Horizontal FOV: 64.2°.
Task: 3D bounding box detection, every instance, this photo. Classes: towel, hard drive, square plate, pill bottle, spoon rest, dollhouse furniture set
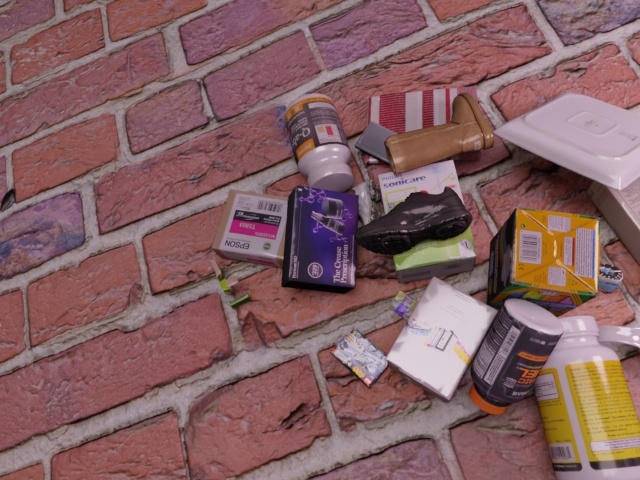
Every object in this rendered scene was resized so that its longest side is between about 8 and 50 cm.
[{"bbox_3d":[0.303,-0.338,1.524,0.329,0.037,0.237,-1,71,14],"label":"towel"},{"bbox_3d":[0.229,0.176,1.352,0.083,0.009,0.060,35,81,22],"label":"towel"},{"bbox_3d":[0.181,-0.286,1.505,0.135,0.022,0.094,32,82,22],"label":"hard drive"},{"bbox_3d":[0.683,-0.279,1.293,0.347,0.049,0.344,-29,48,-28],"label":"square plate"},{"bbox_3d":[-0.002,-0.277,1.497,0.162,0.162,0.278,-18,66,5],"label":"pill bottle"},{"bbox_3d":[0.411,0.260,1.110,0.130,0.130,0.245,27,115,21],"label":"pill bottle"},{"bbox_3d":[0.769,0.239,1.168,0.276,0.084,0.137,7,71,16],"label":"spoon rest"},{"bbox_3d":[0.572,0.344,1.114,0.188,0.188,0.334,-9,68,9],"label":"pill bottle"},{"bbox_3d":[-0.259,0.114,1.454,0.059,0.076,0.151,-26,67,-12],"label":"dollhouse furniture set"}]

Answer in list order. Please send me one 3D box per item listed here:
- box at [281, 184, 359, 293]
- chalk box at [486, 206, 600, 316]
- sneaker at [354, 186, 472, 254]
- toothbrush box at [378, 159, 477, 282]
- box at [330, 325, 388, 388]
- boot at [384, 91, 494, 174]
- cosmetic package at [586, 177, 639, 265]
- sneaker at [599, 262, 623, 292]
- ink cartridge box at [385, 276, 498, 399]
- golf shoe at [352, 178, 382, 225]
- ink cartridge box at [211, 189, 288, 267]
[{"bbox_3d":[0.000,0.000,1.375,0.184,0.103,0.261,6,74,-12],"label":"box"},{"bbox_3d":[0.497,0.066,1.186,0.179,0.289,0.180,8,72,8],"label":"chalk box"},{"bbox_3d":[0.222,-0.051,1.272,0.286,0.109,0.130,-13,57,0],"label":"sneaker"},{"bbox_3d":[0.281,-0.049,1.368,0.206,0.122,0.283,-10,66,8],"label":"toothbrush box"},{"bbox_3d":[0.105,0.301,1.321,0.137,0.027,0.094,40,80,23],"label":"box"},{"bbox_3d":[0.305,-0.300,1.398,0.269,0.089,0.236,-14,43,3],"label":"boot"},{"bbox_3d":[0.825,-0.051,1.253,0.160,0.113,0.309,-24,67,2],"label":"cosmetic package"},{"bbox_3d":[0.654,0.083,1.264,0.063,0.073,0.162,-32,42,-26],"label":"sneaker"},{"bbox_3d":[0.289,0.243,1.224,0.168,0.171,0.232,29,78,21],"label":"ink cartridge box"},{"bbox_3d":[0.127,-0.086,1.458,0.086,0.069,0.176,-12,62,29],"label":"golf shoe"},{"bbox_3d":[-0.173,-0.034,1.480,0.235,0.088,0.193,8,70,14],"label":"ink cartridge box"}]
